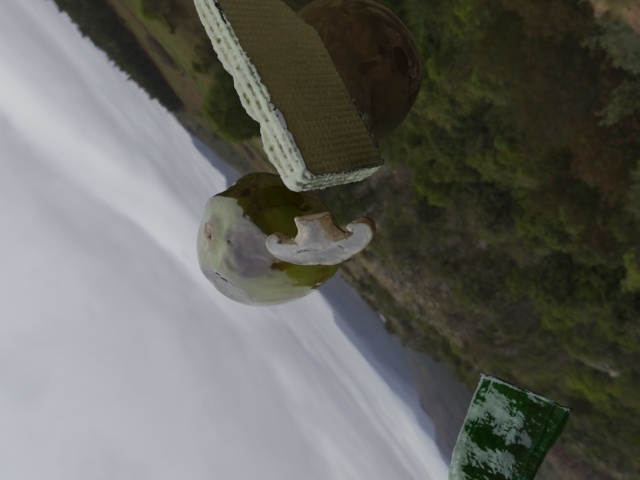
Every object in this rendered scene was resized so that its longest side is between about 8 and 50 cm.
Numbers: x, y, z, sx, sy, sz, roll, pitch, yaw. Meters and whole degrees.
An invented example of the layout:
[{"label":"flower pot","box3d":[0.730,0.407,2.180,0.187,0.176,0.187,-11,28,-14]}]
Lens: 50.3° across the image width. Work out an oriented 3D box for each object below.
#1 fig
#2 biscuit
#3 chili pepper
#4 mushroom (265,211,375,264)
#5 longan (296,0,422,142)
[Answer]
[{"label":"fig","box3d":[-0.078,0.003,1.199,0.271,0.240,0.239,13,-156,-38]},{"label":"biscuit","box3d":[-0.036,-0.174,0.756,0.150,0.052,0.252,-19,-100,-51]},{"label":"chili pepper","box3d":[0.250,0.341,0.989,0.136,0.271,0.099,22,172,14]},{"label":"mushroom","box3d":[0.000,0.000,0.603,0.019,0.101,0.049,-56,-48,-66]},{"label":"longan","box3d":[0.037,-0.261,1.090,0.258,0.258,0.258,52,177,4]}]
